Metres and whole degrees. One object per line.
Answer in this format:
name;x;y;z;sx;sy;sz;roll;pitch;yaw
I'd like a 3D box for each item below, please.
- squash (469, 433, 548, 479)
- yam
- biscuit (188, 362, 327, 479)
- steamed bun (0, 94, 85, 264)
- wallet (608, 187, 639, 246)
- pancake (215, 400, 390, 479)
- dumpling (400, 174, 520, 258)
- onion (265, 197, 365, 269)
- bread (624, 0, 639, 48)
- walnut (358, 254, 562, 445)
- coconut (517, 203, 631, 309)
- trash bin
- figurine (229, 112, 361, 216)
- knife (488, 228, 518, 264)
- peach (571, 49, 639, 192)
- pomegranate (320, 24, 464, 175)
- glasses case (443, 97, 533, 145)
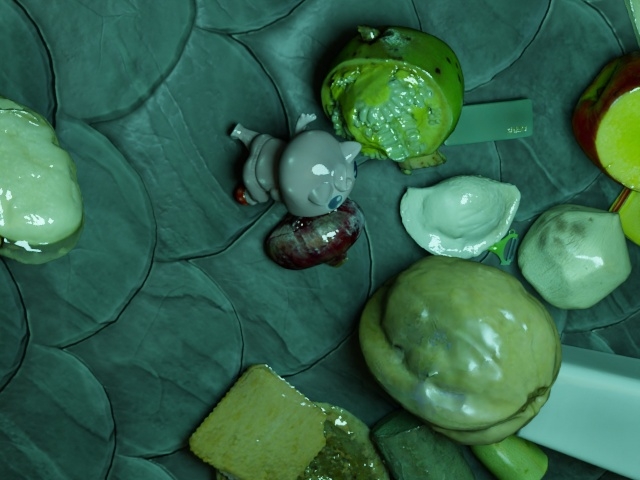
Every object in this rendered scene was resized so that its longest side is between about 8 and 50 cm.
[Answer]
squash;0.388;0.440;1.813;0.123;0.123;0.186;-43;100;4
yam;0.224;0.467;1.772;0.161;0.161;0.268;-28;106;0
biscuit;-0.117;0.398;1.726;0.232;0.013;0.237;40;90;-8
steamed bun;-0.614;-0.093;1.482;0.372;0.230;0.324;-11;82;-35
wallet;0.715;-0.035;1.767;0.241;0.067;0.141;32;93;-18
pancake;-0.031;0.514;1.795;0.383;0.071;0.382;-1;102;-6
dumpling;0.284;-0.047;1.670;0.216;0.126;0.166;-7;97;-22
onion;0.000;0.000;1.661;0.206;0.098;0.151;-35;104;1
bread;0.647;-0.453;1.671;0.068;0.028;0.153;-26;106;0
walnut;0.268;0.206;1.606;0.384;0.383;0.383;-2;104;-7
coconut;0.512;0.022;1.682;0.224;0.224;0.224;-2;104;-7
trash bin;0.593;0.329;1.755;0.368;0.256;0.295;16;103;-3
figurine;-0.047;-0.131;1.569;0.186;0.288;0.176;40;63;-49
knife;0.328;0.002;1.744;0.166;0.022;0.078;11;97;-11
peach;0.639;-0.227;1.617;0.275;0.249;0.245;42;56;-9
pomegranate;0.147;-0.247;1.559;0.261;0.260;0.340;-30;136;0
glasses case;0.328;-0.237;1.675;0.184;0.039;0.077;-7;104;-6
